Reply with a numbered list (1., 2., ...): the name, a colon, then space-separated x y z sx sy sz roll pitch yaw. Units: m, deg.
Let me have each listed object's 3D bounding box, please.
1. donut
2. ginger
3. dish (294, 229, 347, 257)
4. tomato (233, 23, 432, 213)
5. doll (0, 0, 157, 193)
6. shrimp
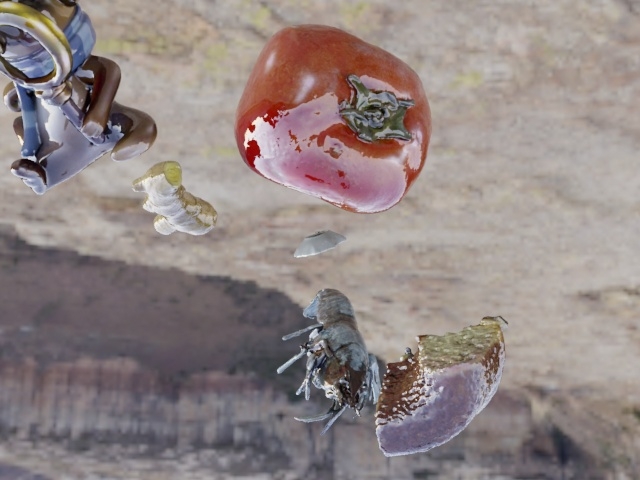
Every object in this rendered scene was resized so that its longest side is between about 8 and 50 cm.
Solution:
1. donut: 0.156 0.194 1.517 0.186 0.144 0.126 -15 -171 24
2. ginger: -0.246 -0.070 2.035 0.118 0.065 0.299 -11 162 0
3. dish: 0.000 0.000 2.724 0.137 0.039 0.091 -23 -169 -39
4. tomato: 0.020 -0.200 1.971 0.325 0.293 0.290 15 173 -28
5. doll: -0.380 -0.226 1.629 0.318 0.340 0.209 18 -136 41
6. shrimp: 0.024 0.217 2.295 0.221 0.410 0.166 24 126 -17
